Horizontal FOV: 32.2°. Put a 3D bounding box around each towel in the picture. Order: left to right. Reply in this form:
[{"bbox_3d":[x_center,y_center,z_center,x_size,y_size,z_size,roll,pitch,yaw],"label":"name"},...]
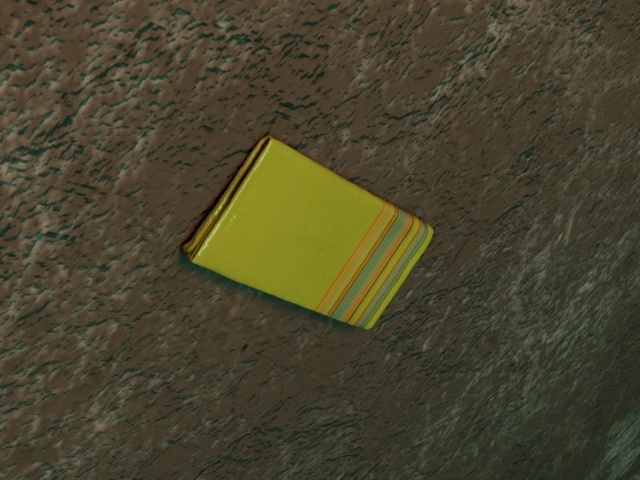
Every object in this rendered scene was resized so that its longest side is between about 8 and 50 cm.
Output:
[{"bbox_3d":[0.000,0.000,0.822,0.102,0.021,0.237,-57,144,6],"label":"towel"}]
